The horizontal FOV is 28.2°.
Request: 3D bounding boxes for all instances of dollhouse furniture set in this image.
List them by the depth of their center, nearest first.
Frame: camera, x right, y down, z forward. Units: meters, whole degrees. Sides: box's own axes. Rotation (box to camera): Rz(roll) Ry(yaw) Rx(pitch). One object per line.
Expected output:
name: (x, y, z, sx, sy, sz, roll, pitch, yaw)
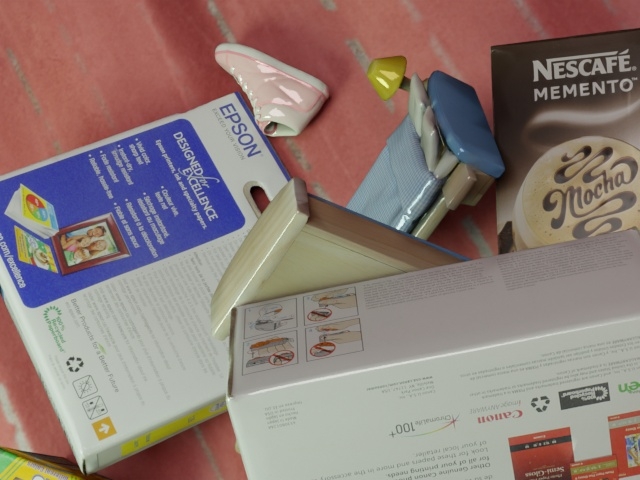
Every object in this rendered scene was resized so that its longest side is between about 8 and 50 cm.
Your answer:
dollhouse furniture set: (0.000, 0.000, 1.111, 0.286, 0.198, 0.303, -54, 25, 31)

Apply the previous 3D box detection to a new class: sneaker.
sneaker: (-0.063, -0.151, 1.300, 0.134, 0.051, 0.070, 26, 80, 19)

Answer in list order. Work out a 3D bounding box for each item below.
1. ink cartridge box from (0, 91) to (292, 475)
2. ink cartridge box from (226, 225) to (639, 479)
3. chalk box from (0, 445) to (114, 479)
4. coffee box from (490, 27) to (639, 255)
ink cartridge box: (-0.152, 0.030, 1.250, 0.307, 0.072, 0.304, -21, 66, -21)
ink cartridge box: (0.110, 0.163, 0.943, 0.309, 0.130, 0.272, -11, 116, 3)
chalk box: (-0.263, 0.320, 1.201, 0.132, 0.132, 0.213, 18, 81, 22)
coffee box: (0.244, -0.025, 1.124, 0.168, 0.119, 0.297, -5, 74, 17)
